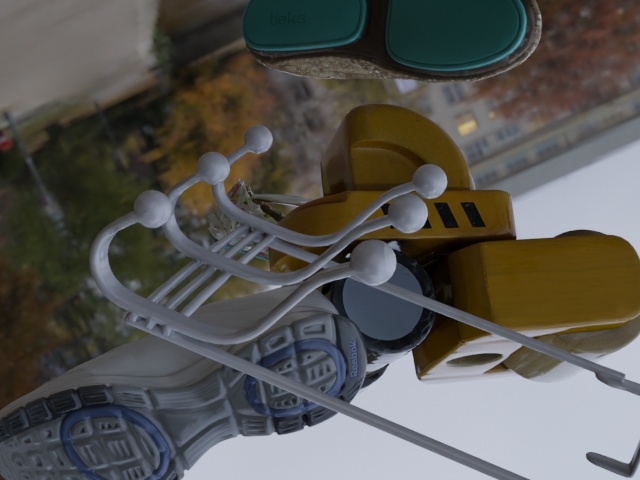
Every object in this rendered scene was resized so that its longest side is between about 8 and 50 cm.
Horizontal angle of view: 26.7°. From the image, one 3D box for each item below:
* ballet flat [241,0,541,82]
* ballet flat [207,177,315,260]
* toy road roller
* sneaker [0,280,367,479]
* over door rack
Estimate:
[{"bbox_3d":[0.048,-0.125,0.795,0.206,0.073,0.067,11,179,37],"label":"ballet flat"},{"bbox_3d":[0.000,0.000,1.428,0.240,0.077,0.091,18,-169,-11],"label":"ballet flat"},{"bbox_3d":[0.116,0.005,1.236,0.329,0.241,0.202,-1,162,-13],"label":"toy road roller"},{"bbox_3d":[-0.113,0.115,1.049,0.297,0.111,0.129,-17,-155,-5],"label":"sneaker"},{"bbox_3d":[0.062,0.045,0.731,0.108,0.324,0.239,-58,177,17],"label":"over door rack"}]
